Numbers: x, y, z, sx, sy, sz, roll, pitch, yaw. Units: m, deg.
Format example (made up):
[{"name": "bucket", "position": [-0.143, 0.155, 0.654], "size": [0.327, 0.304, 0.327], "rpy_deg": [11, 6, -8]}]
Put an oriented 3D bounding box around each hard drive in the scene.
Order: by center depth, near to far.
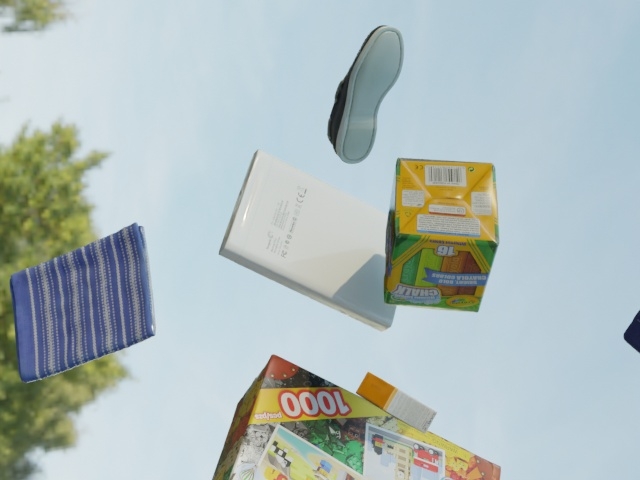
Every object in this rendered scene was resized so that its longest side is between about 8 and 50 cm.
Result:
[{"name": "hard drive", "position": [0.000, 0.000, 2.149], "size": [0.047, 0.353, 0.233], "rpy_deg": [-42, -153, 54]}]

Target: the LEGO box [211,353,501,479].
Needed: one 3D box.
[{"name": "LEGO box", "position": [0.049, 0.492, 2.050], "size": [0.193, 0.500, 0.372], "rpy_deg": [-55, -168, 42]}]

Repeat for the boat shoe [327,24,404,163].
[{"name": "boat shoe", "position": [0.081, -0.309, 2.319], "size": [0.091, 0.114, 0.302], "rpy_deg": [52, -53, 49]}]

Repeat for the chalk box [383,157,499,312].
[{"name": "chalk box", "position": [0.209, 0.012, 2.038], "size": [0.289, 0.180, 0.179], "rpy_deg": [92, 1, -54]}]

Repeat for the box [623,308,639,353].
[{"name": "box", "position": [0.573, 0.101, 1.722], "size": [0.136, 0.036, 0.225], "rpy_deg": [45, -64, 35]}]

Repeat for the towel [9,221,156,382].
[{"name": "towel", "position": [-0.475, 0.124, 2.227], "size": [0.336, 0.040, 0.243], "rpy_deg": [-21, -115, 24]}]

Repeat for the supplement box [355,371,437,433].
[{"name": "supplement box", "position": [0.103, 0.220, 1.533], "size": [0.062, 0.098, 0.036], "rpy_deg": [24, -98, 50]}]
